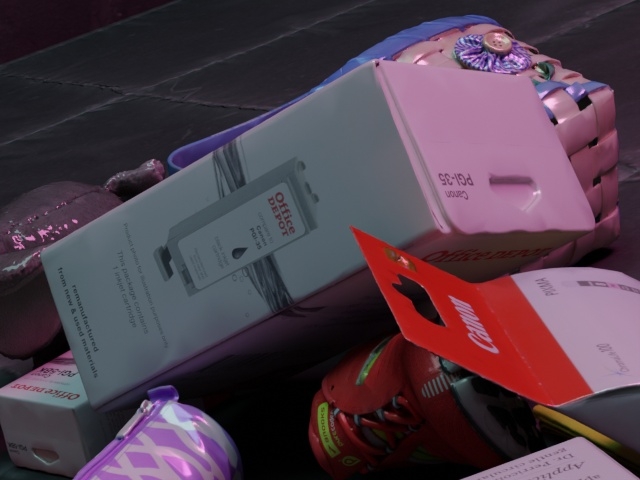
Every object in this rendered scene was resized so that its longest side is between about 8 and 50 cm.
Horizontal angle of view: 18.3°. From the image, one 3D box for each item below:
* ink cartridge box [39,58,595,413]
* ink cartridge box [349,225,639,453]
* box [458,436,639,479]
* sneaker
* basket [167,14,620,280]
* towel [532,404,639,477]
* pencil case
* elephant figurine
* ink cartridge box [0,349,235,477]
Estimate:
[{"bbox_3d":[0.000,0.000,1.255,0.283,0.117,0.207,-28,-14,30],"label":"ink cartridge box"},{"bbox_3d":[0.140,0.050,1.002,0.066,0.232,0.189,-56,16,10],"label":"ink cartridge box"},{"bbox_3d":[0.058,0.193,0.716,0.181,0.181,0.119,-18,15,-11],"label":"box"},{"bbox_3d":[0.052,0.101,1.138,0.118,0.107,0.279,-27,-2,-4],"label":"sneaker"},{"bbox_3d":[0.066,-0.062,1.482,0.289,0.201,0.255,12,31,40],"label":"basket"},{"bbox_3d":[0.218,0.113,1.109,0.102,0.021,0.237,-18,17,-19],"label":"towel"},{"bbox_3d":[-0.122,0.163,1.131,0.086,0.088,0.206,-8,19,30],"label":"pencil case"},{"bbox_3d":[-0.240,0.032,1.415,0.169,0.186,0.239,-7,-8,29],"label":"elephant figurine"},{"bbox_3d":[-0.144,0.107,1.379,0.099,0.056,0.135,4,25,45],"label":"ink cartridge box"}]
